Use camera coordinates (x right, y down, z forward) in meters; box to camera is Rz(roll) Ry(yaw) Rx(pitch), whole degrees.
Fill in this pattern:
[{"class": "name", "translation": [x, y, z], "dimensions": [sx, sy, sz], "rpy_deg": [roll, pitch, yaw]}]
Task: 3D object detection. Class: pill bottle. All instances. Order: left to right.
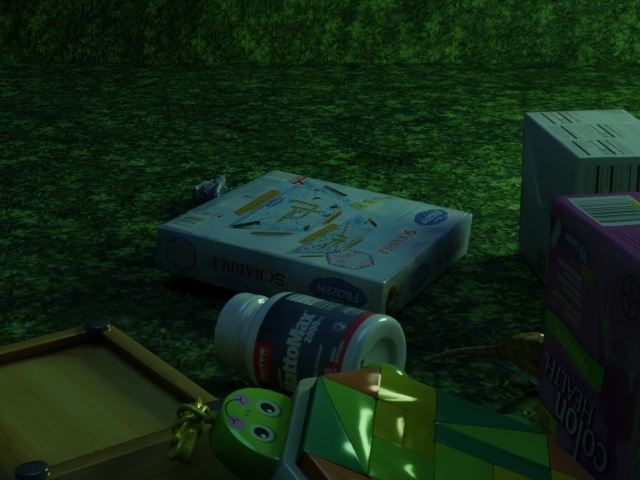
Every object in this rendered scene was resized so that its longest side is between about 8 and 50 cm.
[{"class": "pill bottle", "translation": [-0.015, 0.111, 1.171], "dimensions": [0.180, 0.108, 0.108], "rpy_deg": [12, 21, 33]}]

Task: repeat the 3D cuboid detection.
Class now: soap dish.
[{"class": "soap dish", "translation": [-0.205, 0.173, 0.965], "dimensions": [0.228, 0.118, 0.290], "rpy_deg": [-13, 23, -34]}]

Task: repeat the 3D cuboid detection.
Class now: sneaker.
[{"class": "sneaker", "translation": [-0.173, -0.068, 1.823], "dimensions": [0.058, 0.052, 0.135], "rpy_deg": [-11, 11, -2]}]

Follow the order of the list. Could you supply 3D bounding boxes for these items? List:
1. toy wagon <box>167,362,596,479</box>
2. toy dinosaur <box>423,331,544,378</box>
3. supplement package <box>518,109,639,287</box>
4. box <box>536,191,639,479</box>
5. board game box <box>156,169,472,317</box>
[{"class": "toy wagon", "translation": [0.057, 0.182, 0.851], "dimensions": [0.344, 0.068, 0.267], "rpy_deg": [23, 25, -4]}, {"class": "toy dinosaur", "translation": [0.213, 0.115, 1.201], "dimensions": [0.112, 0.064, 0.211], "rpy_deg": [22, -15, -21]}, {"class": "supplement package", "translation": [0.357, -0.042, 1.481], "dimensions": [0.145, 0.204, 0.262], "rpy_deg": [-2, 18, -3]}, {"class": "box", "translation": [0.278, 0.102, 0.980], "dimensions": [0.117, 0.243, 0.213], "rpy_deg": [-3, 19, -9]}, {"class": "board game box", "translation": [0.000, 0.000, 1.540], "dimensions": [0.317, 0.066, 0.318], "rpy_deg": [14, 22, 24]}]
